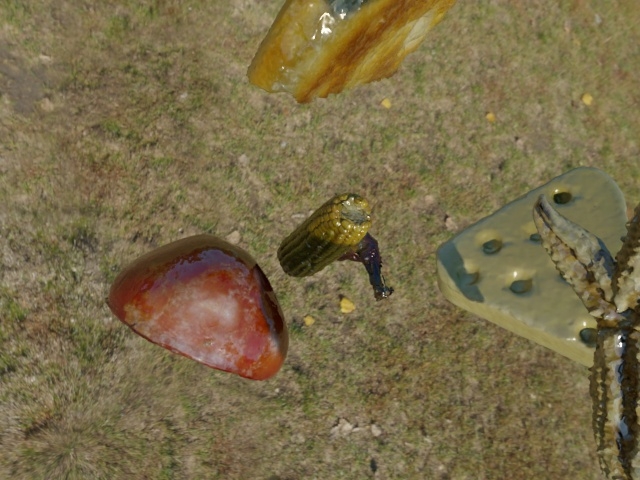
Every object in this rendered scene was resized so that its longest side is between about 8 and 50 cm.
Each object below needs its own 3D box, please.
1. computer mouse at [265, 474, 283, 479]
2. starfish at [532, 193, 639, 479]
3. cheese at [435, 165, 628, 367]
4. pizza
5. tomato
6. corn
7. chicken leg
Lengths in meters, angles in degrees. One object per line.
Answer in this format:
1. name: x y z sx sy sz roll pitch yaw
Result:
1. computer mouse: -0.118 0.471 0.630 0.145 0.429 0.228 30 100 -8
2. starfish: 0.365 0.116 0.469 0.082 0.324 0.432 -16 89 -28
3. cheese: 0.394 0.054 0.947 0.384 0.104 0.384 -8 59 13
4. pizza: 0.063 -0.242 0.515 0.335 0.226 0.086 -42 83 -7
5. tomato: -0.134 0.069 0.634 0.233 0.200 0.140 25 91 -19
6. corn: 0.000 0.000 0.650 0.068 0.207 0.068 10 67 -24
7. chicken leg: 0.080 0.032 1.091 0.106 0.051 0.253 -44 48 -5
